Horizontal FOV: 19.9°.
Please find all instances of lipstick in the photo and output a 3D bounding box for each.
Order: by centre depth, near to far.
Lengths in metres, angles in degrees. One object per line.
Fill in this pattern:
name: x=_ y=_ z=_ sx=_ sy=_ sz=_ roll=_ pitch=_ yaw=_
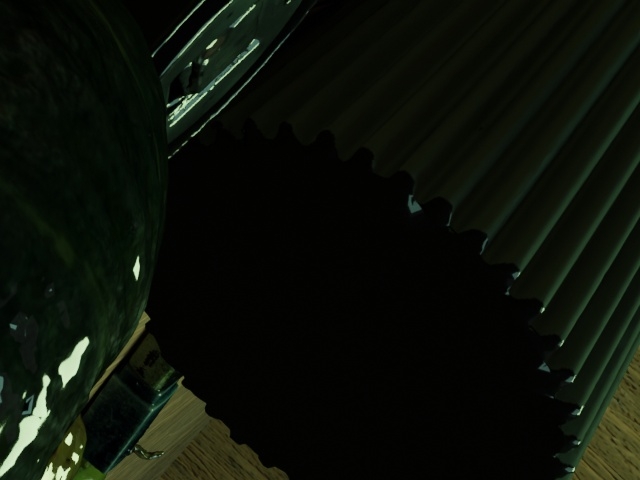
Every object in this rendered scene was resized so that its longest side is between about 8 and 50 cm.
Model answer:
lipstick: x=-0.124 y=0.086 z=1.562 sx=0.312 sy=0.051 sz=0.051 roll=-53 pitch=171 yaw=36

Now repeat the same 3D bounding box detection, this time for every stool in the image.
stool: x=0.092 y=-0.036 z=1.113 sx=0.330 sy=0.297 sz=0.297 roll=-49 pitch=177 yaw=-39

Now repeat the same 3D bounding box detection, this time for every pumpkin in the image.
pumpkin: x=-0.122 y=0.017 z=0.397 sx=0.211 sy=0.152 sz=0.212 roll=25 pitch=90 yaw=-88

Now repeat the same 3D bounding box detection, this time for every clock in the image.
clock: x=-0.056 y=-0.088 z=0.758 sx=0.184 sy=0.040 sz=0.184 roll=-46 pitch=175 yaw=-5

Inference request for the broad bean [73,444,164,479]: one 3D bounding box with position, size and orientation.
broad bean: x=-0.266 y=0.256 z=1.663 sx=0.075 sy=0.067 sz=0.325 roll=-13 pitch=-161 yaw=34
